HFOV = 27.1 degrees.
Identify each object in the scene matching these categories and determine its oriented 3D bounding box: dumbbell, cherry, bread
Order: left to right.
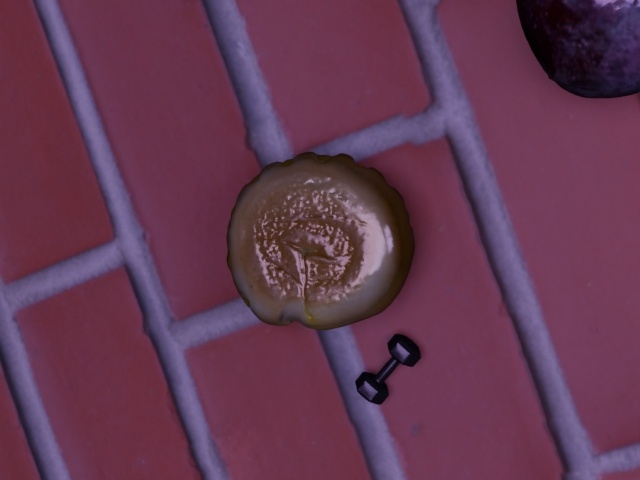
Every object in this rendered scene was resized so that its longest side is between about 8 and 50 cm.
[{"bbox_3d":[0.000,0.000,1.460,0.213,0.105,0.213,2,95,21],"label":"bread"},{"bbox_3d":[0.076,0.144,1.487,0.040,0.036,0.083,42,106,11],"label":"dumbbell"},{"bbox_3d":[0.289,-0.233,1.312,0.195,0.195,0.195,2,96,17],"label":"cherry"}]
